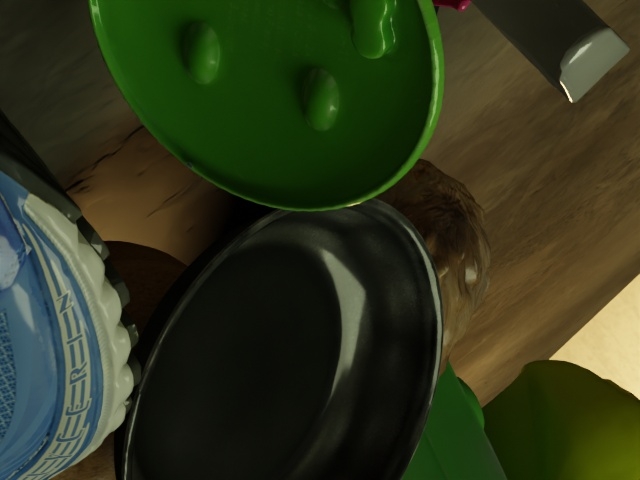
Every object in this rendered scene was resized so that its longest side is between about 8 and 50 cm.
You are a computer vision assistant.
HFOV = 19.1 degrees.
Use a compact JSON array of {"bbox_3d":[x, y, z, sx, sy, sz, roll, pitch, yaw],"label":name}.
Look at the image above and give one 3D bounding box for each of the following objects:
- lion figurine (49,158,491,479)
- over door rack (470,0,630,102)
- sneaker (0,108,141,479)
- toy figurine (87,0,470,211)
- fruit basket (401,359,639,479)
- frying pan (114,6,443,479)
[{"bbox_3d":[-0.060,0.063,0.927,0.240,0.142,0.392,-53,160,17],"label":"lion figurine"},{"bbox_3d":[-0.102,-0.051,0.392,0.239,0.108,0.324,-42,147,7],"label":"over door rack"},{"bbox_3d":[-0.165,0.066,0.622,0.147,0.130,0.330,-27,157,-37],"label":"sneaker"},{"bbox_3d":[0.018,-0.122,0.643,0.159,0.130,0.173,-47,151,-46],"label":"toy figurine"},{"bbox_3d":[0.095,0.152,1.344,0.392,0.283,0.392,-23,164,-7],"label":"fruit basket"},{"bbox_3d":[-0.021,0.012,0.817,0.197,0.053,0.326,-25,124,-39],"label":"frying pan"}]
